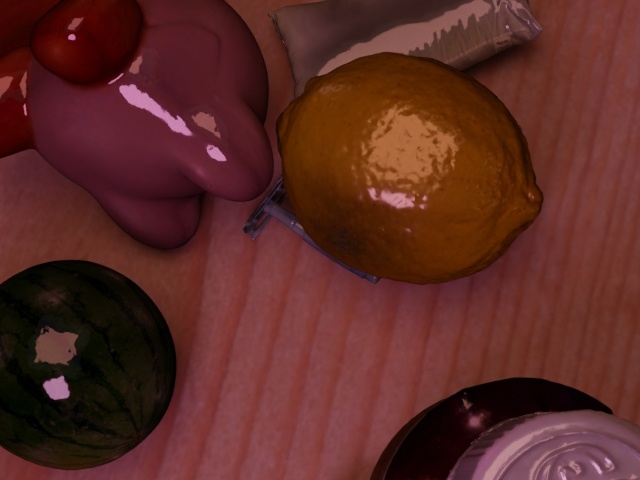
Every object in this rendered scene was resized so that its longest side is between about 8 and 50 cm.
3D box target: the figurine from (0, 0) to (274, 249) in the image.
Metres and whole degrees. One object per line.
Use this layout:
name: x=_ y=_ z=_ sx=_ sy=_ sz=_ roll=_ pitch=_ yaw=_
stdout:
figurine: x=-0.168 y=-0.149 z=1.705 sx=0.261 sy=0.270 sz=0.211 roll=31 pitch=53 yaw=-21

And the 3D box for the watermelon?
watermelon: x=-0.234 y=0.102 z=1.649 sx=0.188 sy=0.188 sz=0.215 roll=-44 pitch=76 yaw=-9

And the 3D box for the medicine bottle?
medicine bottle: x=0.157 y=0.213 z=1.411 sx=0.243 sy=0.395 sz=0.242 roll=0 pitch=77 yaw=-1

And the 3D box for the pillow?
pillow: x=0.078 y=-0.208 z=1.781 sx=0.254 sy=0.078 sz=0.144 roll=-20 pitch=58 yaw=0

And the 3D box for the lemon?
lemon: x=0.076 y=-0.064 z=1.658 sx=0.260 sy=0.204 sz=0.204 roll=23 pitch=74 yaw=18

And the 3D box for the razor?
razor: x=0.000 y=0.000 z=1.739 sx=0.135 sy=0.040 sz=0.068 roll=34 pitch=78 yaw=12

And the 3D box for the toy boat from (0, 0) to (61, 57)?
toy boat: x=-0.334 y=-0.206 z=1.816 sx=0.332 sy=0.145 sz=0.133 roll=-25 pitch=40 yaw=-2
